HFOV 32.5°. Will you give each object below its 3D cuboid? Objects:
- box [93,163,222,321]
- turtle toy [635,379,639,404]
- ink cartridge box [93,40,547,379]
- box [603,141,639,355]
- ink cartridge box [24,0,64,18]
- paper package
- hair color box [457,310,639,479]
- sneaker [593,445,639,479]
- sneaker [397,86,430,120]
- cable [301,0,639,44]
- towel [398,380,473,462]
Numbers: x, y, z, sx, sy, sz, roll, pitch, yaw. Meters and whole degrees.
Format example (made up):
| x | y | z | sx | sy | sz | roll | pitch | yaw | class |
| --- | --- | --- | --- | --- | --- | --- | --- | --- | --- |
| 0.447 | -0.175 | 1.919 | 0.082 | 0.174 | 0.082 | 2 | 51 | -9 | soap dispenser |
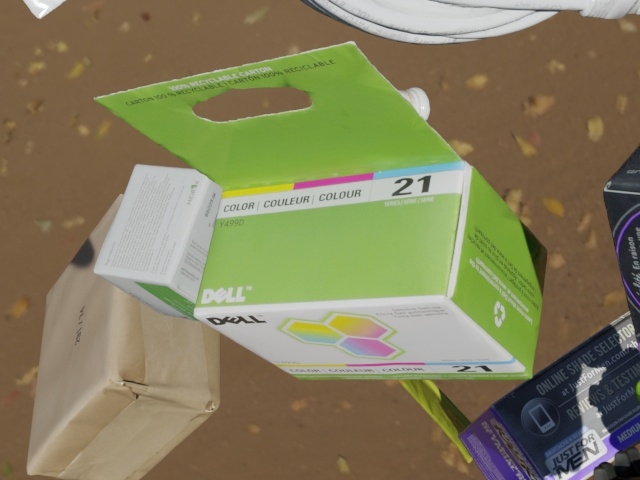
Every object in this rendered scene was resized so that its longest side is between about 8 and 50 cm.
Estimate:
| x | y | z | sx | sy | sz | roll | pitch | yaw | class |
| --- | --- | --- | --- | --- | --- | --- | --- | --- | --- |
| -0.110 | 0.005 | 0.901 | 0.087 | 0.101 | 0.102 | 8 | 70 | 35 | box |
| 0.279 | 0.149 | 0.811 | 0.095 | 0.066 | 0.130 | -36 | 74 | 36 | turtle toy |
| 0.000 | 0.000 | 0.670 | 0.188 | 0.255 | 0.097 | -5 | 63 | 33 | ink cartridge box |
| 0.273 | -0.023 | 0.543 | 0.143 | 0.165 | 0.270 | 5 | 36 | 40 | box |
| -0.205 | -0.333 | 0.947 | 0.232 | 0.189 | 0.066 | -37 | 10 | 0 | ink cartridge box |
| -0.283 | 0.153 | 1.587 | 0.309 | 0.168 | 0.325 | -45 | 37 | 39 | paper package |
| 0.258 | 0.181 | 1.140 | 0.185 | 0.339 | 0.110 | -33 | 75 | -6 | hair color box |
| 0.147 | 0.207 | 0.583 | 0.097 | 0.276 | 0.135 | -6 | 94 | 45 | sneaker |
| 0.032 | -0.079 | 0.818 | 0.109 | 0.043 | 0.040 | -46 | 56 | 39 | sneaker |
| 0.066 | -0.232 | 0.576 | 0.257 | 0.257 | 0.089 | -13 | 23 | -18 | cable |
| 0.128 | 0.193 | 1.480 | 0.021 | 0.102 | 0.237 | -35 | 56 | -12 | towel |
